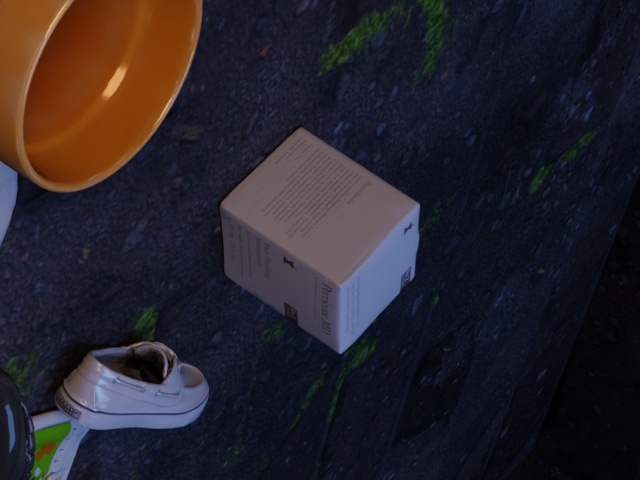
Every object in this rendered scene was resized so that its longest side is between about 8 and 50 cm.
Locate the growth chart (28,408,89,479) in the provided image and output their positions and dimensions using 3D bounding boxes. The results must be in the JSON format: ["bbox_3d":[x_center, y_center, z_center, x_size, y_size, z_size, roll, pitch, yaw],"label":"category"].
[{"bbox_3d":[-0.328,0.280,2.019,0.172,0.021,0.237,-22,140,-53],"label":"growth chart"}]

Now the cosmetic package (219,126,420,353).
[{"bbox_3d":[0.000,0.000,2.083,0.151,0.184,0.151,-45,156,-26],"label":"cosmetic package"}]

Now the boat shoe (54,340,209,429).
[{"bbox_3d":[-0.195,0.159,2.023,0.084,0.095,0.258,-58,160,16],"label":"boat shoe"}]

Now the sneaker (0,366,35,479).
[{"bbox_3d":[-0.377,0.249,1.764,0.130,0.109,0.286,-7,127,-54],"label":"sneaker"}]

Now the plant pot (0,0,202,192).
[{"bbox_3d":[-0.225,-0.169,1.351,0.205,0.188,0.205,-45,153,-31],"label":"plant pot"}]

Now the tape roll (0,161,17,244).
[{"bbox_3d":[-0.368,0.012,1.393,0.286,0.100,0.286,-51,167,-17],"label":"tape roll"}]
